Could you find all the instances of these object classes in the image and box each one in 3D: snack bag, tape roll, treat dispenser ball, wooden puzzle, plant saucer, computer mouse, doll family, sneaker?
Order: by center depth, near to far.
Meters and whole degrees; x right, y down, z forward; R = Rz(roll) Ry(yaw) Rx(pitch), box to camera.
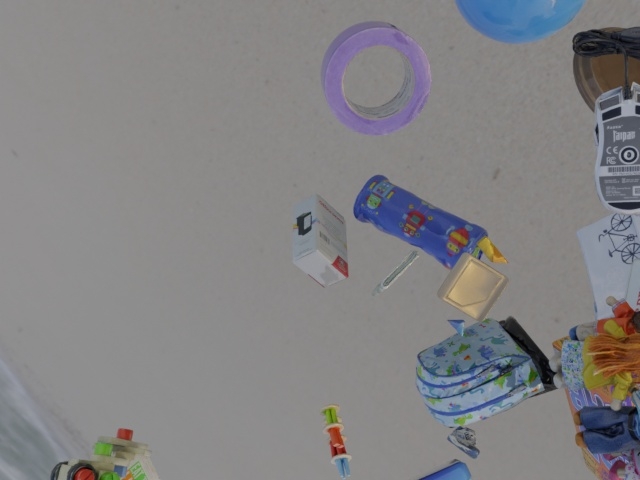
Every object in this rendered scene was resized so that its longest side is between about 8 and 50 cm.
[{"bbox_3d":[0.318,-0.123,0.779,0.106,0.042,0.193,0,103,20],"label":"computer mouse"},{"bbox_3d":[0.377,0.200,0.927,0.163,0.118,0.263,-34,67,58],"label":"doll family"},{"bbox_3d":[0.192,0.058,0.939,0.078,0.116,0.014,38,-176,-15],"label":"wooden puzzle"},{"bbox_3d":[0.096,-0.286,1.323,0.189,0.189,0.080,55,-170,-24],"label":"tape roll"},{"bbox_3d":[0.408,-0.547,1.522,0.288,0.288,0.288,31,150,20],"label":"treat dispenser ball"},{"bbox_3d":[0.679,-0.352,1.624,0.278,0.278,0.041,41,153,1],"label":"plant saucer"},{"bbox_3d":[0.353,0.483,1.816,0.052,0.058,0.135,39,174,-13],"label":"sneaker"},{"bbox_3d":[0.821,0.017,1.905,0.037,0.323,0.342,31,133,-33],"label":"snack bag"}]

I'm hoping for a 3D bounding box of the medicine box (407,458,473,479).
[{"bbox_3d":[0.155,0.519,1.132,0.149,0.264,0.289,77,169,-74],"label":"medicine box"}]

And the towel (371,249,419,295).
[{"bbox_3d":[0.160,0.073,1.656,0.023,0.113,0.152,46,168,4],"label":"towel"}]

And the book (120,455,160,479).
[{"bbox_3d":[-0.392,0.484,1.470,0.035,0.144,0.096,7,123,41],"label":"book"}]

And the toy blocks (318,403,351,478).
[{"bbox_3d":[0.040,0.484,1.792,0.123,0.054,0.148,80,175,-53],"label":"toy blocks"}]

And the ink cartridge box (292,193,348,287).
[{"bbox_3d":[0.000,0.000,1.730,0.072,0.175,0.127,-26,133,26],"label":"ink cartridge box"}]

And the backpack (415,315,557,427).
[{"bbox_3d":[0.443,0.371,2.106,0.273,0.355,0.290,49,-172,-25],"label":"backpack"}]

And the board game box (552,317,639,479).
[{"bbox_3d":[0.802,0.380,1.685,0.356,0.356,0.356,-128,20,-77],"label":"board game box"}]

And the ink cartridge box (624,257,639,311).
[{"bbox_3d":[0.544,0.114,1.060,0.087,0.153,0.208,13,179,-38],"label":"ink cartridge box"}]

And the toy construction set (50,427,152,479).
[{"bbox_3d":[-0.358,0.467,1.251,0.151,0.327,0.215,-28,143,35],"label":"toy construction set"}]

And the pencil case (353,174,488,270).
[{"bbox_3d":[0.222,-0.031,1.635,0.306,0.119,0.133,31,-174,25],"label":"pencil case"}]
